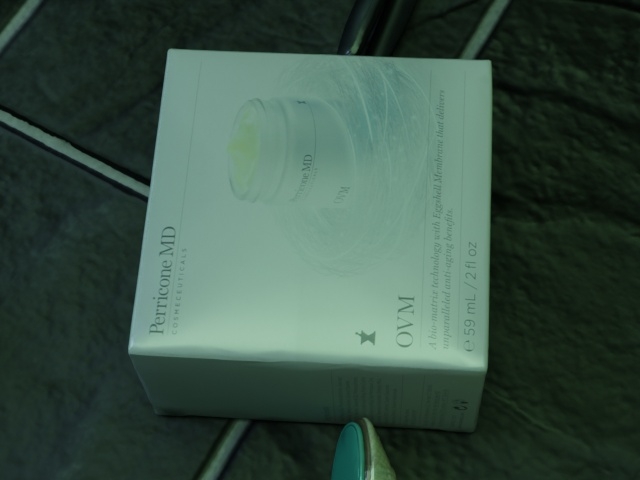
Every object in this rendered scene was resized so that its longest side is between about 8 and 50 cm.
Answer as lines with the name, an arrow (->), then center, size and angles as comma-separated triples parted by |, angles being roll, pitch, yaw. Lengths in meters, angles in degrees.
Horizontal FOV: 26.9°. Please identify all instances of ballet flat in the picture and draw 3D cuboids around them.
ballet flat -> 0.033, 0.201, 0.868 | 0.052, 0.057, 0.168 | 15, 67, -22

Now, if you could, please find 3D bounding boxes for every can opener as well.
can opener -> 0.058, -0.207, 1.053 | 0.059, 0.073, 0.186 | 27, 67, -29

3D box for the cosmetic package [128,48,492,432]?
cosmetic package -> 0.000, 0.000, 0.908 | 0.225, 0.138, 0.224 | 2, 65, 4
